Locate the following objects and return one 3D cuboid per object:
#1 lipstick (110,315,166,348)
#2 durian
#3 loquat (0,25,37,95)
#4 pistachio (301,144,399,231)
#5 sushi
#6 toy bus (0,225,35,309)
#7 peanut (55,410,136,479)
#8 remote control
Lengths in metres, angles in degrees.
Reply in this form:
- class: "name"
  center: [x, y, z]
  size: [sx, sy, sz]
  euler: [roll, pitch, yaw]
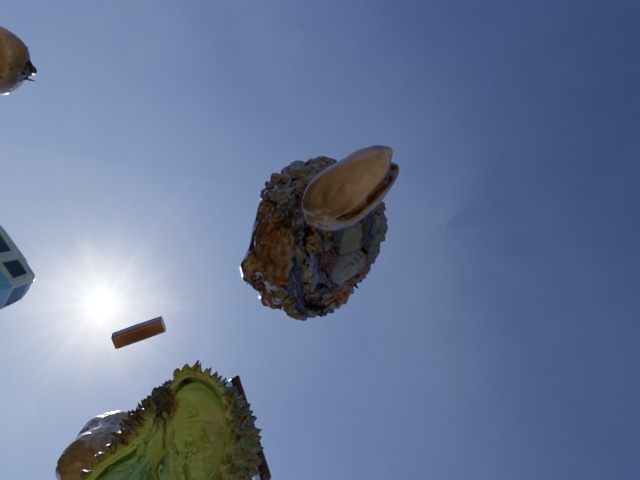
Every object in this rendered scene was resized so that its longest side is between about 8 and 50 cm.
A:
- class: "lipstick"
  center: [-0.533, 0.271, 1.363]
  size: [0.145, 0.045, 0.045]
  euler: [-18, -74, -12]
- class: "durian"
  center: [-0.179, 0.285, 0.595]
  size: [0.200, 0.176, 0.237]
  euler: [28, -109, 9]
- class: "loquat"
  center: [-0.694, -0.383, 0.980]
  size: [0.163, 0.137, 0.163]
  euler: [2, -46, 3]
- class: "pistachio"
  center: [0.057, -0.104, 0.923]
  size: [0.223, 0.152, 0.126]
  euler: [-36, -53, -1]
- class: "sushi"
  center: [0.002, -0.004, 1.124]
  size: [0.176, 0.418, 0.417]
  euler: [19, -82, 43]
- class: "toy bus"
  center: [-0.780, 0.030, 1.032]
  size: [0.133, 0.165, 0.271]
  euler: [-43, -98, 30]
- class: "peanut"
  center: [-0.466, 0.456, 1.012]
  size: [0.159, 0.291, 0.143]
  euler: [-4, -96, 3]
- class: "remote control"
  center: [-0.170, 0.439, 1.081]
  size: [0.063, 0.025, 0.245]
  euler: [-53, -126, 50]
